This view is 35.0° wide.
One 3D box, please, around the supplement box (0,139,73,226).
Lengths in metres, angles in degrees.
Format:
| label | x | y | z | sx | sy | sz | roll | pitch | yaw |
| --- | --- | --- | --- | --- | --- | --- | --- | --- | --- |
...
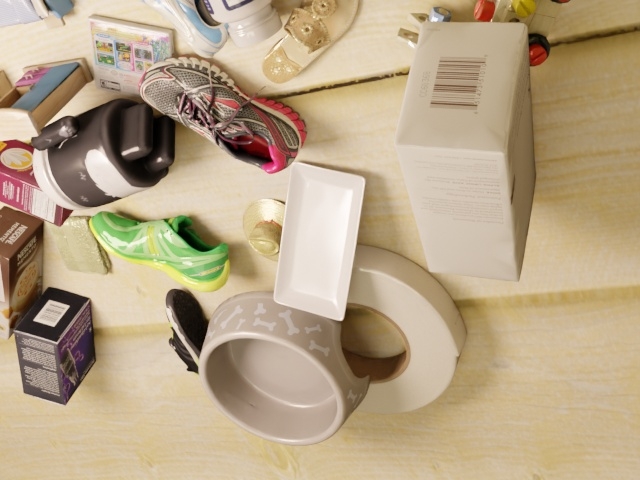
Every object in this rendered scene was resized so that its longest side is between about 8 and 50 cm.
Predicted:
| label | x | y | z | sx | sy | sz | roll | pitch | yaw |
| --- | --- | --- | --- | --- | --- | --- | --- | --- | --- |
| supplement box | -0.563 | -0.117 | 1.980 | 0.188 | 0.104 | 0.081 | 22 | 132 | 4 |

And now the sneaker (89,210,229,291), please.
| label | x | y | z | sx | sy | sz | roll | pitch | yaw |
| --- | --- | --- | --- | --- | --- | --- | --- | --- | --- |
| sneaker | -0.306 | -0.003 | 1.982 | 0.295 | 0.109 | 0.123 | 21 | 109 | 8 |

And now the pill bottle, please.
| label | x | y | z | sx | sy | sz | roll | pitch | yaw |
| --- | --- | --- | --- | --- | --- | --- | --- | --- | --- |
| pill bottle | -0.133 | -0.400 | 1.568 | 0.112 | 0.112 | 0.187 | -9 | 123 | 28 |

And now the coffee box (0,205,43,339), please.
| label | x | y | z | sx | sy | sz | roll | pitch | yaw |
| --- | --- | --- | --- | --- | --- | --- | --- | --- | --- |
| coffee box | -0.666 | 0.070 | 2.149 | 0.098 | 0.141 | 0.246 | 21 | 132 | 6 |

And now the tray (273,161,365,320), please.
| label | x | y | z | sx | sy | sz | roll | pitch | yaw |
| --- | --- | --- | --- | --- | --- | --- | --- | --- | --- |
| tray | 0.000 | 0.000 | 1.826 | 0.145 | 0.030 | 0.270 | 14 | 107 | 19 |

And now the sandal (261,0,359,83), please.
| label | x | y | z | sx | sy | sz | roll | pitch | yaw |
| --- | --- | --- | --- | --- | --- | --- | --- | --- | --- |
| sandal | -0.024 | -0.320 | 1.608 | 0.088 | 0.079 | 0.240 | 38 | 131 | -9 |

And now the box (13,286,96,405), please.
| label | x | y | z | sx | sy | sz | roll | pitch | yaw |
| --- | --- | --- | --- | --- | --- | --- | --- | --- | --- |
| box | -0.581 | 0.234 | 2.238 | 0.108 | 0.153 | 0.207 | 14 | 132 | 11 |

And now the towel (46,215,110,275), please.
| label | x | y | z | sx | sy | sz | roll | pitch | yaw |
| --- | --- | --- | --- | --- | --- | --- | --- | --- | --- |
| towel | -0.502 | 0.010 | 2.108 | 0.110 | 0.027 | 0.148 | 2 | 127 | 20 |

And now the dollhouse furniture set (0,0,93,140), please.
| label | x | y | z | sx | sy | sz | roll | pitch | yaw |
| --- | --- | --- | --- | --- | --- | --- | --- | --- | --- |
| dollhouse furniture set | -0.589 | -0.348 | 1.744 | 0.286 | 0.198 | 0.303 | -4 | 124 | 25 |

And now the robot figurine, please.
| label | x | y | z | sx | sy | sz | roll | pitch | yaw |
| --- | --- | --- | --- | --- | --- | --- | --- | --- | --- |
| robot figurine | -0.390 | -0.157 | 1.834 | 0.278 | 0.173 | 0.209 | -16 | 116 | 32 |

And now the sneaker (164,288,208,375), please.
| label | x | y | z | sx | sy | sz | roll | pitch | yaw |
| --- | --- | --- | --- | --- | --- | --- | --- | --- | --- |
| sneaker | -0.289 | 0.205 | 2.136 | 0.097 | 0.084 | 0.235 | -6 | 124 | 28 |

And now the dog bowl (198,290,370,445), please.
| label | x | y | z | sx | sy | sz | roll | pitch | yaw |
| --- | --- | --- | --- | --- | --- | --- | --- | --- | --- |
| dog bowl | -0.081 | 0.264 | 1.993 | 0.349 | 0.102 | 0.349 | 13 | 132 | 15 |

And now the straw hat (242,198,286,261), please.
| label | x | y | z | sx | sy | sz | roll | pitch | yaw |
| --- | --- | --- | --- | --- | --- | --- | --- | --- | --- |
| straw hat | -0.097 | -0.003 | 1.888 | 0.144 | 0.061 | 0.144 | 14 | 124 | 22 |

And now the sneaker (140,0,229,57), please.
| label | x | y | z | sx | sy | sz | roll | pitch | yaw |
| --- | --- | --- | --- | --- | --- | --- | --- | --- | --- |
| sneaker | -0.244 | -0.399 | 1.647 | 0.237 | 0.085 | 0.086 | 40 | 105 | -7 |

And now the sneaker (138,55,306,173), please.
| label | x | y | z | sx | sy | sz | roll | pitch | yaw |
| --- | --- | --- | --- | --- | --- | --- | --- | --- | --- |
| sneaker | -0.172 | -0.215 | 1.728 | 0.299 | 0.112 | 0.121 | 23 | 131 | 2 |

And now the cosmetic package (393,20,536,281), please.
| label | x | y | z | sx | sy | sz | roll | pitch | yaw |
| --- | --- | --- | --- | --- | --- | --- | --- | --- | --- |
| cosmetic package | 0.224 | -0.117 | 1.488 | 0.156 | 0.217 | 0.385 | 6 | 156 | 18 |

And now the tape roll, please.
| label | x | y | z | sx | sy | sz | roll | pitch | yaw |
| --- | --- | --- | --- | --- | --- | --- | --- | --- | --- |
| tape roll | 0.084 | 0.179 | 1.969 | 0.392 | 0.072 | 0.392 | 12 | 130 | 15 |

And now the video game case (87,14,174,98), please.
| label | x | y | z | sx | sy | sz | roll | pitch | yaw |
| --- | --- | --- | --- | --- | --- | --- | --- | --- | --- |
| video game case | -0.329 | -0.316 | 1.781 | 0.157 | 0.019 | 0.143 | 13 | 130 | 14 |

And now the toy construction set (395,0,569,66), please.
| label | x | y | z | sx | sy | sz | roll | pitch | yaw |
| --- | --- | --- | --- | --- | --- | --- | --- | --- | --- |
| toy construction set | 0.236 | -0.353 | 1.425 | 0.215 | 0.151 | 0.328 | 8 | 142 | -15 |
